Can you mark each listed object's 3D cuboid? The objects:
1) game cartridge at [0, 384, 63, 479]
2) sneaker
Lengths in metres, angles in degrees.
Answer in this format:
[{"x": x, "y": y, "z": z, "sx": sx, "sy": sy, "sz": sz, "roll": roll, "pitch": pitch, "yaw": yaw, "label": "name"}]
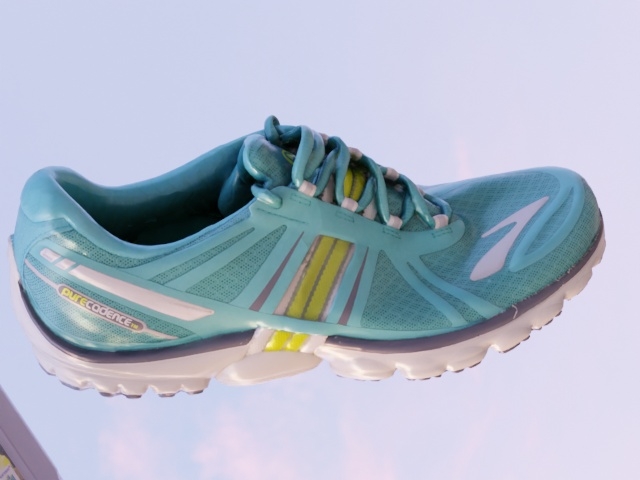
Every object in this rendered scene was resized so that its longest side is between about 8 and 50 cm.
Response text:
[{"x": -0.311, "y": 0.232, "z": 1.018, "sx": 0.196, "sy": 0.060, "sz": 0.294, "roll": 54, "pitch": -167, "yaw": -7, "label": "game cartridge"}, {"x": 0.000, "y": 0.000, "z": 0.525, "sx": 0.275, "sy": 0.107, "sz": 0.109, "roll": -8, "pitch": -59, "yaw": -10, "label": "sneaker"}]
